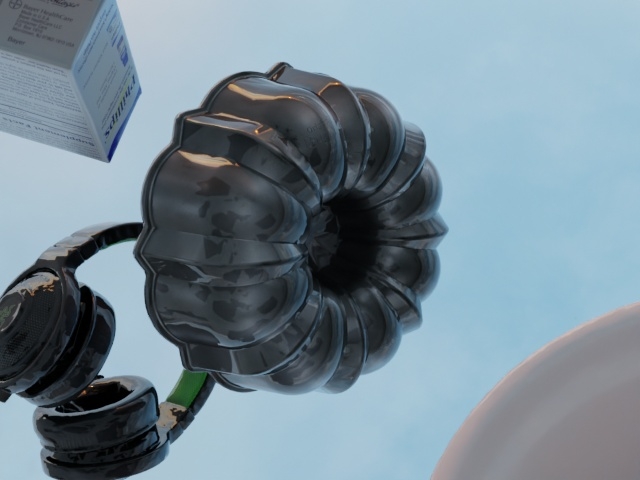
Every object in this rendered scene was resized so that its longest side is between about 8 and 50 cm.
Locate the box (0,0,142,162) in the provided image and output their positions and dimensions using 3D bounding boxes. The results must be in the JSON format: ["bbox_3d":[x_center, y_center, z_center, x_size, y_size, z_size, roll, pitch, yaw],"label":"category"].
[{"bbox_3d":[-0.209,-0.131,0.596,0.126,0.137,0.072,17,-112,3],"label":"box"}]

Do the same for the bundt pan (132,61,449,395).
[{"bbox_3d":[0.000,0.000,0.776,0.124,0.330,0.331,13,-91,48],"label":"bundt pan"}]

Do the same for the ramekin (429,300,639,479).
[{"bbox_3d":[0.188,0.169,0.373,0.277,0.135,0.277,-28,-147,20],"label":"ramekin"}]

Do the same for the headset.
[{"bbox_3d":[-0.267,0.143,0.834,0.185,0.394,0.244,2,-55,42],"label":"headset"}]
